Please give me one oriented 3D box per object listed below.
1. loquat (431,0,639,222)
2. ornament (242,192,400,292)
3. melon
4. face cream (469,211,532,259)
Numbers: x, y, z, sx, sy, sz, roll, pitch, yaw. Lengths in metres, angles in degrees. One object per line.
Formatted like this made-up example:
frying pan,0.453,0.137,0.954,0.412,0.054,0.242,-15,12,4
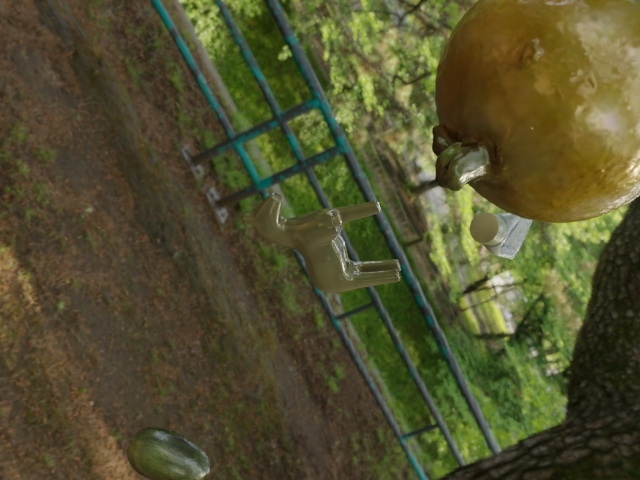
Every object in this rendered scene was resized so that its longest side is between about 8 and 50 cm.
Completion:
loquat,0.284,-0.170,0.871,0.328,0.359,0.328,47,-23,27
ornament,0.000,0.000,1.217,0.061,0.244,0.230,-81,156,-52
melon,-0.285,0.410,1.273,0.162,0.099,0.099,22,18,2
face cream,0.424,-0.016,1.549,0.070,0.114,0.224,32,13,38
